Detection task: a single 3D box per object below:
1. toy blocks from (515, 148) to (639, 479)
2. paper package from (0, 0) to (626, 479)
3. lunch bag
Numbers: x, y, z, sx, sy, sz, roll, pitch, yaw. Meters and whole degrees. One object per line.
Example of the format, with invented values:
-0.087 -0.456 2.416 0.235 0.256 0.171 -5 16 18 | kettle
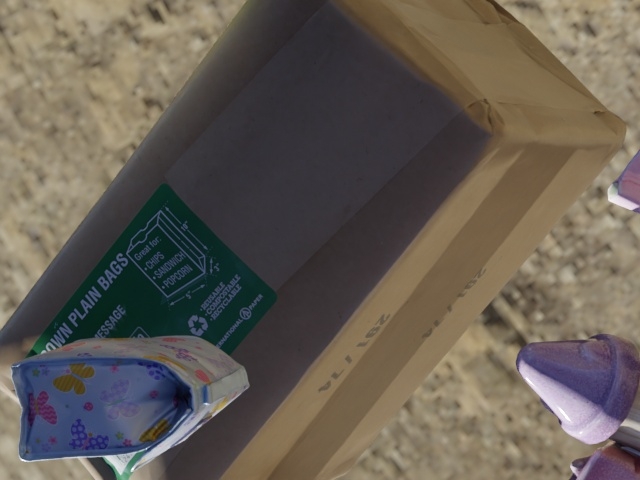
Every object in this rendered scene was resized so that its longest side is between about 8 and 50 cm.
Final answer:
0.191 0.106 0.875 0.288 0.260 0.309 -62 21 19 | toy blocks
0.000 0.000 1.068 0.168 0.309 0.325 44 108 16 | paper package
-0.079 0.067 0.734 0.083 0.071 0.053 -5 94 14 | lunch bag
